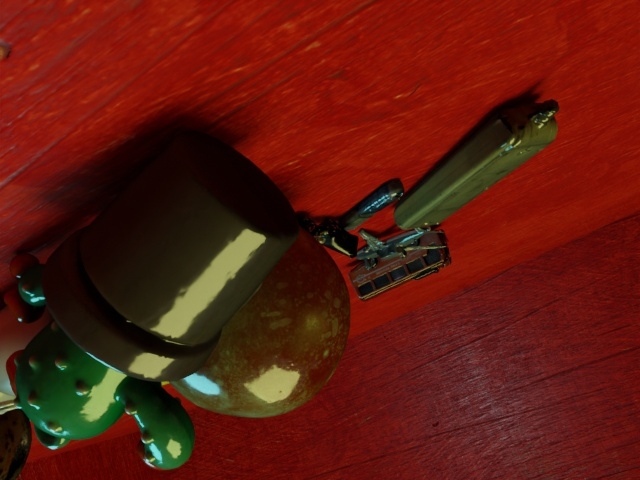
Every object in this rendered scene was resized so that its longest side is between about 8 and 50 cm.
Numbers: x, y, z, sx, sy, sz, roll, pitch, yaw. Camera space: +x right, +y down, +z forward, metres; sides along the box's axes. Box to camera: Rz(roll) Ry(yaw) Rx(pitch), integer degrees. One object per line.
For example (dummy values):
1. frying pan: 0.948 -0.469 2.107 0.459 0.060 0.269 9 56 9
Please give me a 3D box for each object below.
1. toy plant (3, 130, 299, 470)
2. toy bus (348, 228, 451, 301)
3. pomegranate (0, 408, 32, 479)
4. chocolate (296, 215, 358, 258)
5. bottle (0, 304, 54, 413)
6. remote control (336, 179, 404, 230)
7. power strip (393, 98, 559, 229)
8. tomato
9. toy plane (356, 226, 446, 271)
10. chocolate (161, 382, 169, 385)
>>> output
1. toy plant: -0.195 0.087 0.662 0.400 0.279 0.185 -46 -165 19
2. toy bus: 0.179 0.054 1.440 0.235 0.096 0.073 -24 168 16
3. pomegranate: -0.577 0.363 0.976 0.285 0.340 0.285 -18 162 -6
4. chocolate: -0.001 -0.003 1.026 0.070 0.072 0.147 -26 160 28
5. bottle: -0.399 0.150 0.863 0.237 0.147 0.147 -20 166 15
6. remote control: 0.081 -0.053 1.044 0.044 0.027 0.152 -16 167 -39
7. power strip: 0.230 -0.110 0.989 0.092 0.066 0.387 -13 166 -26
8. tomato: -0.104 0.091 0.836 0.270 0.270 0.223 -28 141 22
9. toy plane: 0.144 0.007 1.291 0.226 0.058 0.226 10 149 -35
10. chocolate: -0.385 0.230 1.135 0.445 0.162 0.162 -27 165 26
